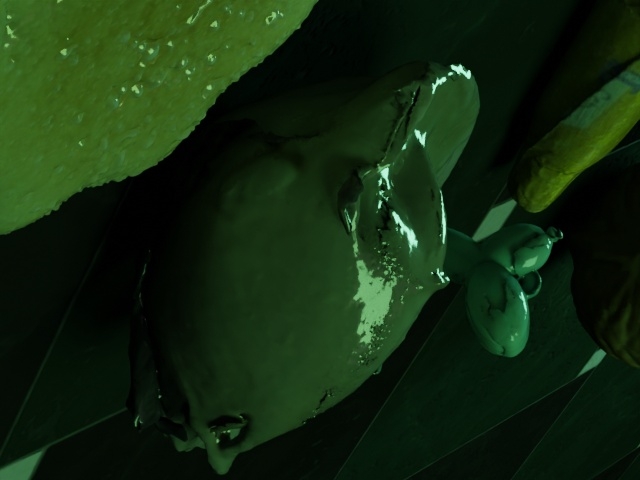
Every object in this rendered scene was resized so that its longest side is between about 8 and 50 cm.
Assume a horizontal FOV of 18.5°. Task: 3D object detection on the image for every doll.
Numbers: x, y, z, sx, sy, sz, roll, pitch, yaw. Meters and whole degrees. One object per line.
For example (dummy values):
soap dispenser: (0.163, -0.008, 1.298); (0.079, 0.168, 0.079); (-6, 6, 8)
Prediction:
doll: (0.074, 0.016, 1.286); (0.159, 0.158, 0.059); (-35, 160, -7)

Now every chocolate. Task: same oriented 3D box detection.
chocolate: (0.198, -0.100, 1.414); (0.085, 0.085, 0.219); (-27, 156, -40)

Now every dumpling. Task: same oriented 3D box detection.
dumpling: (-0.016, -0.004, 1.117); (0.204, 0.163, 0.293); (-75, -168, -52)

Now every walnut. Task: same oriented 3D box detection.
walnut: (0.310, 0.021, 1.731); (0.213, 0.213, 0.213); (-38, 160, -16)

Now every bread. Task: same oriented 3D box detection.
bread: (-0.081, -0.115, 0.862); (0.316, 0.054, 0.316); (-40, 160, -17)
